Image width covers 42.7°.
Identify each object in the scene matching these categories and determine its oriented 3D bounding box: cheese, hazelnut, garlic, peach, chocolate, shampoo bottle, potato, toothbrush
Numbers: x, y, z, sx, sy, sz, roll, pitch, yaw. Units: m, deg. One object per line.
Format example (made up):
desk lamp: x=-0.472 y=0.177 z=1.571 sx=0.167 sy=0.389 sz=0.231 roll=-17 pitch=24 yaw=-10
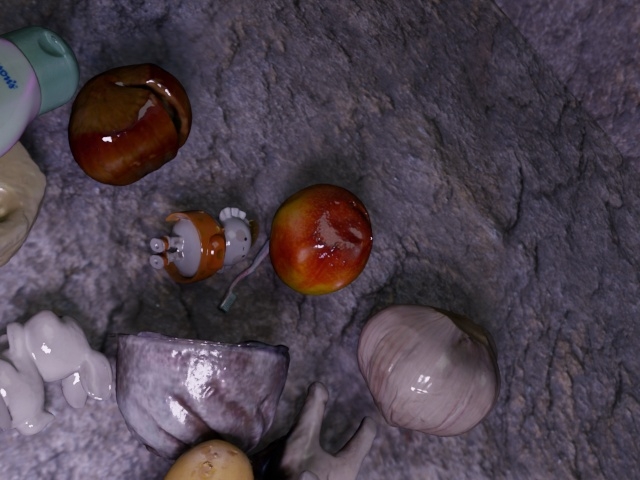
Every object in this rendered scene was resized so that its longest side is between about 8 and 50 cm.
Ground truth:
cheese: x=-0.617 y=-0.078 z=1.340 sx=0.318 sy=0.115 sz=0.327 roll=16 pitch=55 yaw=-28
hazelnut: x=-0.366 y=-0.216 z=1.560 sx=0.217 sy=0.217 sz=0.251 roll=40 pitch=58 yaw=-9
garlic: x=0.221 y=0.267 z=1.644 sx=0.317 sy=0.259 sz=0.317 roll=37 pitch=13 yaw=-10
peach: x=0.000 y=0.000 z=1.663 sx=0.231 sy=0.231 sz=0.231 roll=17 pitch=55 yaw=-27
chocolate: x=-0.204 y=0.262 z=1.341 sx=0.303 sy=0.303 sz=0.213 roll=9 pitch=81 yaw=-32
shampoo bottle: x=-0.541 y=-0.241 z=1.317 sx=0.222 sy=0.151 sz=0.349 roll=50 pitch=43 yaw=0
potato: x=-0.174 y=0.406 z=1.184 sx=0.150 sy=0.146 sz=0.234 roll=15 pitch=71 yaw=-2
toothbrush: x=-0.137 y=0.048 z=1.672 sx=0.027 sy=0.021 sz=0.269 roll=49 pitch=46 yaw=-18

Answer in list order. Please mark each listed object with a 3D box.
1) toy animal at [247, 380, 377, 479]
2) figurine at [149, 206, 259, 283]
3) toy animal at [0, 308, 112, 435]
toy animal: x=-0.063 y=0.440 z=1.372 sx=0.194 sy=0.302 sz=0.344 roll=42 pitch=23 yaw=-14
figurine: x=-0.217 y=0.004 z=1.581 sx=0.143 sy=0.143 sz=0.271 roll=55 pitch=27 yaw=4
toy animal: x=-0.442 y=0.210 z=1.287 sx=0.193 sy=0.127 sz=0.179 roll=-27 pitch=83 yaw=-43
